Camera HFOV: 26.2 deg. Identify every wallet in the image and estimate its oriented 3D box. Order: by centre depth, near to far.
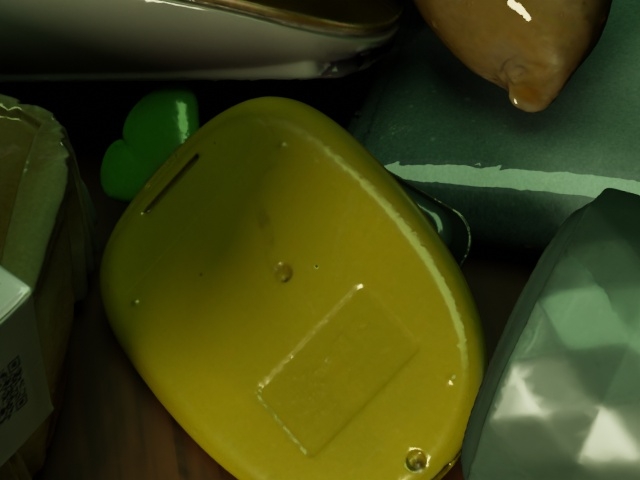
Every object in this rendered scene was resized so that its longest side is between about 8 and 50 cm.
[{"bbox_3d":[0.156,-0.101,0.734,0.251,0.054,0.290,8,52,10],"label":"wallet"}]

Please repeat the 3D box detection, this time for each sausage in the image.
[{"bbox_3d":[0.037,-0.261,0.779,0.123,0.136,0.501,-2,41,-23],"label":"sausage"}]

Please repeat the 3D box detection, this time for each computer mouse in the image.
[{"bbox_3d":[-0.114,-0.122,0.697,0.310,0.072,0.158,2,19,12],"label":"computer mouse"}]

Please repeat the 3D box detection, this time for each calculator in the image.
[{"bbox_3d":[-0.023,0.019,0.612,0.146,0.032,0.235,-47,65,8],"label":"calculator"}]

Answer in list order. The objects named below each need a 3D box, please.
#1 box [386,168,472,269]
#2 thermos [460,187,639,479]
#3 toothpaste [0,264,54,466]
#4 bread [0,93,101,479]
[{"bbox_3d":[0.000,0.000,0.643,0.126,0.031,0.091,34,95,24],"label":"box"},{"bbox_3d":[0.213,0.088,0.532,0.286,0.145,0.182,24,47,16],"label":"thermos"},{"bbox_3d":[-0.246,-0.026,0.520,0.336,0.081,0.067,32,55,20],"label":"toothpaste"},{"bbox_3d":[-0.203,0.034,0.598,0.192,0.110,0.210,5,52,0],"label":"bread"}]
